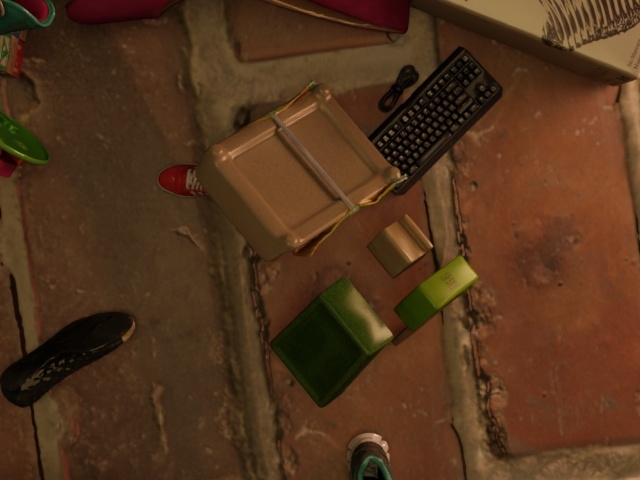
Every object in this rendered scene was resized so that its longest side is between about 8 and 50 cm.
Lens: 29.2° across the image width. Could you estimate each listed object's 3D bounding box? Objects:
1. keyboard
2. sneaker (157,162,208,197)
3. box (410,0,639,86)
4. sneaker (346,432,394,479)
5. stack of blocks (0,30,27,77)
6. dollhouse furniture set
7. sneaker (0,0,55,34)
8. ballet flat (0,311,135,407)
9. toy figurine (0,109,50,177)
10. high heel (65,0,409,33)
[{"bbox_3d":[0.120,-0.150,1.451,0.108,0.023,0.180,45,88,-4],"label":"keyboard"},{"bbox_3d":[-0.131,-0.067,1.416,0.119,0.067,0.042,6,92,-4],"label":"sneaker"},{"bbox_3d":[0.249,-0.279,1.417,0.275,0.094,0.113,19,91,-5],"label":"box"},{"bbox_3d":[0.064,0.314,1.440,0.065,0.076,0.166,-12,93,-2],"label":"sneaker"},{"bbox_3d":[-0.362,-0.336,1.340,0.087,0.171,0.297,10,92,-4],"label":"stack of blocks"},{"bbox_3d":[0.000,0.000,1.409,0.198,0.151,0.301,-34,80,-34],"label":"dollhouse furniture set"},{"bbox_3d":[-0.362,-0.211,1.234,0.179,0.124,0.295,10,110,6],"label":"sneaker"},{"bbox_3d":[-0.293,0.135,1.433,0.173,0.049,0.057,-29,49,-2],"label":"ballet flat"},{"bbox_3d":[-0.419,-0.081,1.387,0.173,0.130,0.159,41,99,17],"label":"toy figurine"},{"bbox_3d":[-0.088,-0.265,1.388,0.377,0.127,0.181,-19,100,2],"label":"high heel"}]
